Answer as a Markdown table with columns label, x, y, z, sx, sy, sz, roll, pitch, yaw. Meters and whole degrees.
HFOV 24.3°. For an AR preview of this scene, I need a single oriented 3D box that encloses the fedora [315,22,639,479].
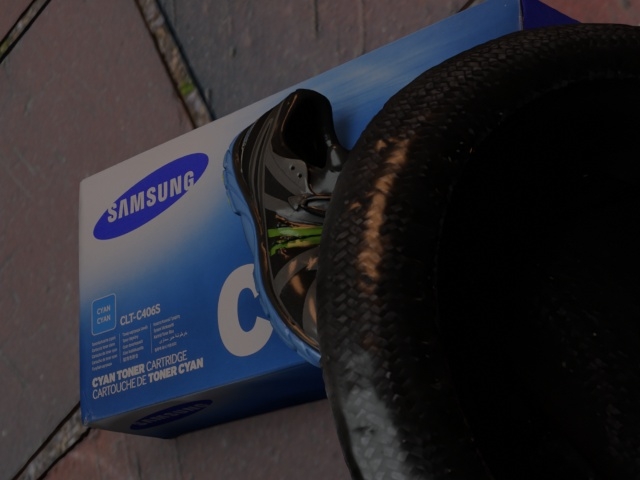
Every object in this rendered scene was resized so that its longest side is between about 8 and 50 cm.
| label | x | y | z | sx | sy | sz | roll | pitch | yaw |
| --- | --- | --- | --- | --- | --- | --- | --- | --- | --- |
| fedora | 0.132 | 0.082 | 0.599 | 0.152 | 0.334 | 0.334 | 122 | 142 | -57 |

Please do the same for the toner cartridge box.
| label | x | y | z | sx | sy | sz | roll | pitch | yaw |
| --- | --- | --- | --- | --- | --- | --- | --- | --- | --- |
| toner cartridge box | 0.000 | 0.000 | 0.846 | 0.347 | 0.075 | 0.165 | -20 | 64 | 38 |

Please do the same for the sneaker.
| label | x | y | z | sx | sy | sz | roll | pitch | yaw |
| --- | --- | --- | --- | --- | --- | --- | --- | --- | --- |
| sneaker | 0.006 | -0.003 | 0.741 | 0.078 | 0.067 | 0.188 | -49 | 47 | 30 |
